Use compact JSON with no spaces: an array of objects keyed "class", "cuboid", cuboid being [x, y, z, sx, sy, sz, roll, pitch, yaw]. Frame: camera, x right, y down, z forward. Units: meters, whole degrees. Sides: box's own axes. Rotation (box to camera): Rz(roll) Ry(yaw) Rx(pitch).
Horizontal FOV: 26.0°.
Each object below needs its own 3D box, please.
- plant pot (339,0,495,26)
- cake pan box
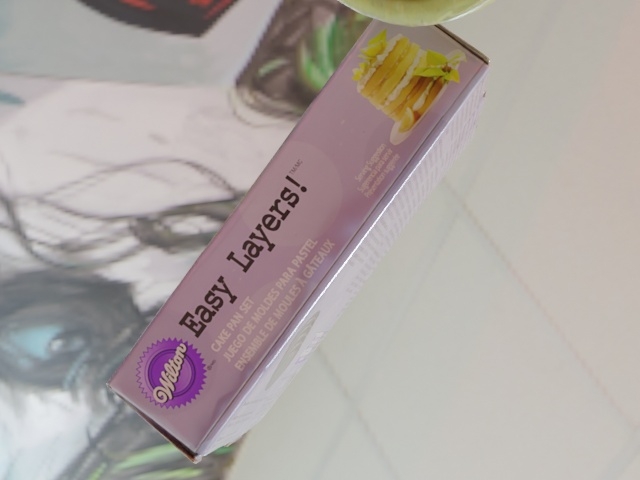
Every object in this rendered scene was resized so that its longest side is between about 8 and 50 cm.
[{"class":"plant pot","cuboid":[0.117,-0.252,0.583,0.276,0.254,0.276,37,-44,46]},{"class":"cake pan box","cuboid":[0.000,0.000,0.798,0.070,0.267,0.245,38,-88,6]}]
